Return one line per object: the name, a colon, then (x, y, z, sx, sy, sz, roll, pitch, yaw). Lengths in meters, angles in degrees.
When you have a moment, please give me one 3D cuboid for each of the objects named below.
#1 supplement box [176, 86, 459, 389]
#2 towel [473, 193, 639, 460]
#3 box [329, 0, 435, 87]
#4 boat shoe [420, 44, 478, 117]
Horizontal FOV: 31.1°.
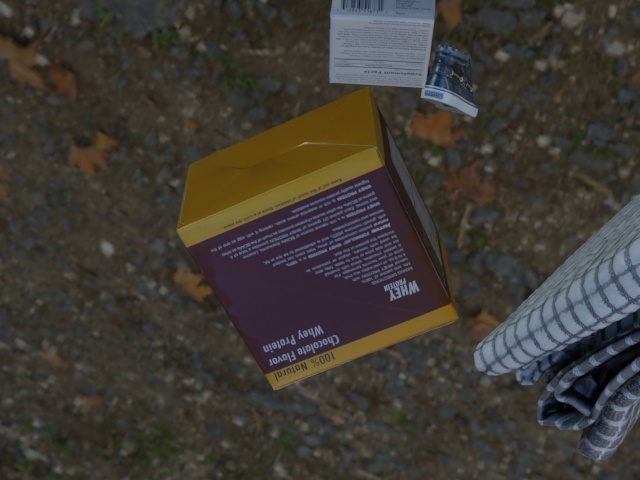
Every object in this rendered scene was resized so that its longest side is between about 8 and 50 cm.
supplement box: (0.000, 0.000, 1.062, 0.191, 0.129, 0.194, -22, 118, 12)
towel: (0.275, 0.016, 0.821, 0.121, 0.283, 0.235, 49, 146, 5)
box: (0.075, -0.259, 1.425, 0.126, 0.072, 0.137, 4, 151, 1)
boat shoe: (0.202, -0.234, 1.696, 0.065, 0.083, 0.183, 17, -176, 19)
